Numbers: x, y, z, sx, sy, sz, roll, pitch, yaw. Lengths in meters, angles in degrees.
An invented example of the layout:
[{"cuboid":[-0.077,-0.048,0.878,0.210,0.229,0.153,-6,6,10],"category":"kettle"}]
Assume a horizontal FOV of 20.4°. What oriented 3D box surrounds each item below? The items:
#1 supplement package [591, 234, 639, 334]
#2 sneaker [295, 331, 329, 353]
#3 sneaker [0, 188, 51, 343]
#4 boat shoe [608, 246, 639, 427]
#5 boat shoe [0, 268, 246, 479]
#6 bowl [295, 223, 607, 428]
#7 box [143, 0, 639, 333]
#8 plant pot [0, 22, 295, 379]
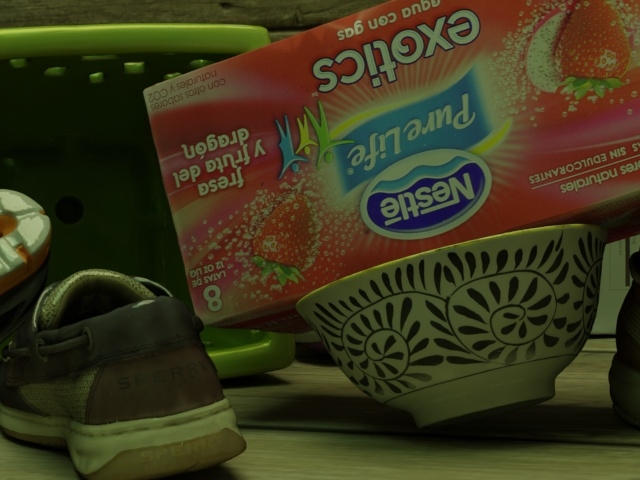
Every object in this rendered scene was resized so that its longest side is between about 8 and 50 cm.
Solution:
[{"cuboid":[0.177,0.001,1.368,0.244,0.134,0.139,-2,5,-4],"category":"supplement package"},{"cuboid":[0.000,0.000,1.335,0.114,0.152,0.305,-5,4,-18],"category":"sneaker"},{"cuboid":[-0.239,0.057,0.993,0.215,0.083,0.084,-28,58,-19],"category":"sneaker"},{"cuboid":[0.217,0.045,0.855,0.123,0.116,0.324,-2,4,-13],"category":"boat shoe"},{"cuboid":[-0.110,0.060,0.917,0.103,0.092,0.285,-6,4,-17],"category":"boat shoe"},{"cuboid":[0.078,0.053,0.935,0.170,0.080,0.170,-12,-11,-2],"category":"bowl"},{"cuboid":[0.075,-0.054,0.993,0.300,0.142,0.154,-17,-10,18],"category":"box"},{"cuboid":[-0.154,-0.018,1.193,0.227,0.228,0.207,-3,-1,-15],"category":"plant pot"}]
